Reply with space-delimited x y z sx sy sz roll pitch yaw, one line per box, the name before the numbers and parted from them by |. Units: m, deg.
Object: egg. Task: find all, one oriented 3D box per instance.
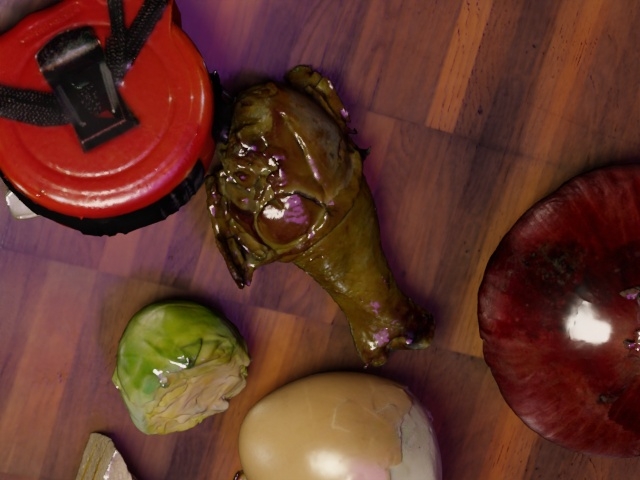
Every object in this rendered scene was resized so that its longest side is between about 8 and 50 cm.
egg | 0.025 0.247 1.621 0.244 0.201 0.201 16 99 -9

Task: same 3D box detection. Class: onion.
onion | 0.356 0.088 1.640 0.347 0.285 0.348 -1 98 -8

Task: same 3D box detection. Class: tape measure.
tape measure | -0.215 -0.137 1.443 0.253 0.114 0.260 -30 77 -6

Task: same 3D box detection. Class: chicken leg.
chicken leg | -0.009 0.000 1.576 0.211 0.140 0.361 -28 107 -18

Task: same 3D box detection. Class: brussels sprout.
brussels sprout | -0.159 0.129 1.577 0.149 0.122 0.151 -33 146 -1

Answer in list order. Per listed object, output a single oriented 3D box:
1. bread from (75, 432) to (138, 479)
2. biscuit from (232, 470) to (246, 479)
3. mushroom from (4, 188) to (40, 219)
bread | -0.264 0.304 1.598 0.152 0.077 0.105 -42 116 -16
biscuit | -0.035 0.378 1.732 0.231 0.016 0.139 28 94 -21
mushroom | -0.233 -0.079 1.524 0.209 0.071 0.084 -21 117 -9
